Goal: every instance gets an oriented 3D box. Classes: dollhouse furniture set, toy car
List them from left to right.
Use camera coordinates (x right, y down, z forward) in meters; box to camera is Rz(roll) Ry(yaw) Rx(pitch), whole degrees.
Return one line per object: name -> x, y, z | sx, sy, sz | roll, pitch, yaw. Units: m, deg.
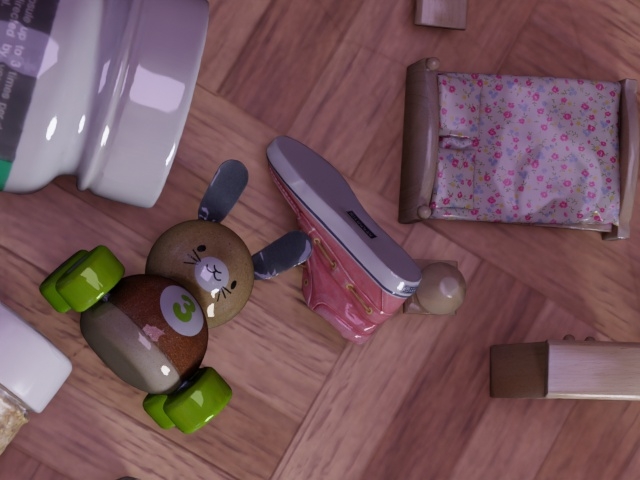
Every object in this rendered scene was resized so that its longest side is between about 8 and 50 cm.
toy car -> -0.097, 0.032, 1.531 | 0.188, 0.149, 0.155 | -43, 100, -15
dollhouse furniture set -> 0.233, -0.045, 1.594 | 0.303, 0.174, 0.355 | 3, 86, -13

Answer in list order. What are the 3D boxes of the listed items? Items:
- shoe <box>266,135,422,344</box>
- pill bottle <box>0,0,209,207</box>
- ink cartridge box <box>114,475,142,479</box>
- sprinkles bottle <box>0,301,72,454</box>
shoe -> 0.000, 0.000, 1.595 | 0.178, 0.063, 0.081 | 48, 117, 18
pill bottle -> -0.279, -0.153, 1.474 | 0.361, 0.204, 0.204 | 15, 83, -10
ink cartridge box -> -0.204, 0.372, 1.525 | 0.261, 0.066, 0.296 | -23, 91, -13
sprinkles bottle -> -0.341, 0.199, 1.479 | 0.121, 0.121, 0.355 | 38, 80, -7
